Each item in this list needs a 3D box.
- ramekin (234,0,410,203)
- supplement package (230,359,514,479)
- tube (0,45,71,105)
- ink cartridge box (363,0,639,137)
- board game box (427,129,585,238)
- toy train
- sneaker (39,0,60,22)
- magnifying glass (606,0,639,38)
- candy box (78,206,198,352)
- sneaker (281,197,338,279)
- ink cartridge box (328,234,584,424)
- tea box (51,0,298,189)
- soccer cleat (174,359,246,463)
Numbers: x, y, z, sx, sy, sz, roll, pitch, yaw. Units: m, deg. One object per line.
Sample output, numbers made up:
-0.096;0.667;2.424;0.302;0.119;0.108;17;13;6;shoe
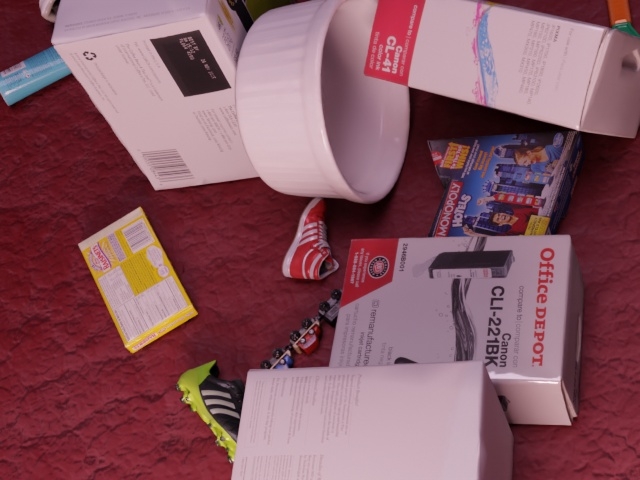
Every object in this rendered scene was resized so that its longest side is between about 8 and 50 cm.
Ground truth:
0.003;-0.185;1.617;0.135;0.277;0.277;0;57;27;ramekin
0.061;0.264;1.332;0.263;0.198;0.199;-4;56;17;supplement package
-0.420;-0.286;1.974;0.207;0.052;0.080;-29;57;-7;tube
0.244;-0.230;1.572;0.306;0.226;0.131;21;103;30;ink cartridge box
0.217;-0.061;1.583;0.194;0.060;0.194;10;62;26;board game box
-0.018;0.125;1.564;0.036;0.027;0.158;39;76;24;toy train
-0.358;-0.408;2.018;0.232;0.090;0.115;-14;60;21;sneaker
0.412;-0.271;1.680;0.092;0.026;0.231;-8;57;15;magnifying glass
-0.253;0.051;1.696;0.105;0.027;0.206;-32;52;0;candy box
0.000;0.000;1.630;0.067;0.042;0.118;11;69;30;sneaker
0.165;0.104;1.456;0.273;0.114;0.197;-1;57;18;ink cartridge box
-0.181;-0.302;1.720;0.220;0.329;0.323;-6;54;16;tea box
-0.110;0.213;1.520;0.072;0.060;0.179;-31;51;-18;soccer cleat
